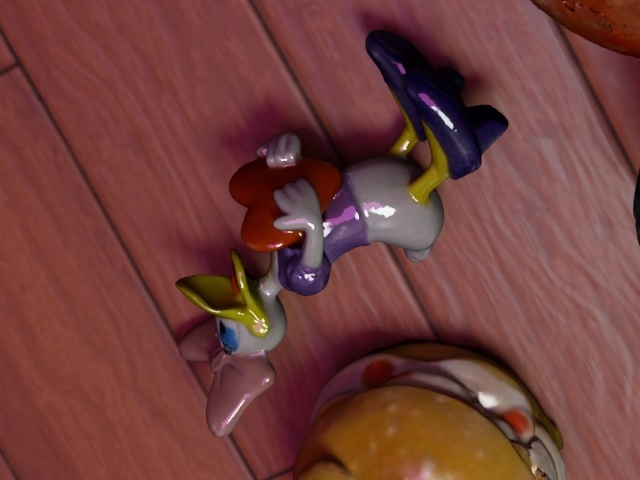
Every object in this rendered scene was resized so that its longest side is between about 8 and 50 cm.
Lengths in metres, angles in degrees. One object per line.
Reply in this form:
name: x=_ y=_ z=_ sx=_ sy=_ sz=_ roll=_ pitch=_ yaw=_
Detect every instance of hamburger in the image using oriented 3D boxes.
hamburger: x=0.098 y=0.249 z=1.632 sx=0.276 sy=0.237 sz=0.276 roll=5 pitch=108 yaw=14

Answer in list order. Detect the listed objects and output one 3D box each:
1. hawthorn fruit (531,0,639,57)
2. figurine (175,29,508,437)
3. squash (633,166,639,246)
hawthorn fruit: x=0.271 y=-0.306 z=1.390 sx=0.316 sy=0.316 sz=0.316 roll=4 pitch=108 yaw=12
figurine: x=0.000 y=-0.005 z=1.626 sx=0.421 sy=0.154 sz=0.193 roll=-40 pitch=130 yaw=13
squash: x=0.365 y=-0.049 z=1.379 sx=0.165 sy=0.252 sz=0.252 roll=25 pitch=114 yaw=34
